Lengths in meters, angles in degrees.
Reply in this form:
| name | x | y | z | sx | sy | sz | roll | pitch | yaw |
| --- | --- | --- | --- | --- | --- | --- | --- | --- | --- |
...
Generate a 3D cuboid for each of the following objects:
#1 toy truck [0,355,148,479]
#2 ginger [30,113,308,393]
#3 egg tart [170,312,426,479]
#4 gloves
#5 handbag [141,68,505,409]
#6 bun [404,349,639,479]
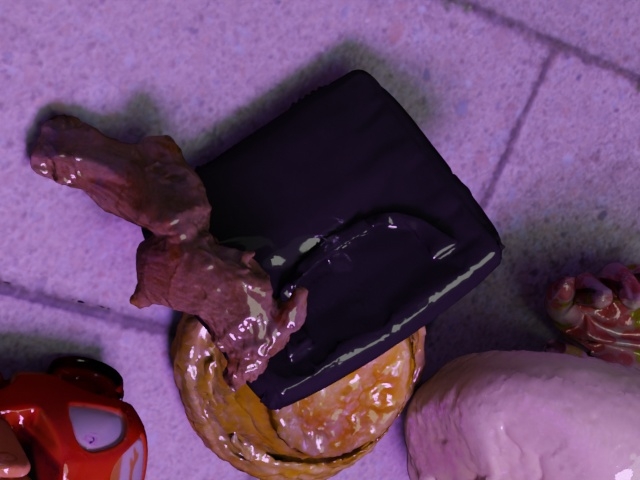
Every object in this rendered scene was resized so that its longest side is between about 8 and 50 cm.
| name | x | y | z | sx | sy | sz | roll | pitch | yaw |
| --- | --- | --- | --- | --- | --- | --- | --- | --- | --- |
| toy truck | -0.259 | 0.227 | 1.467 | 0.265 | 0.239 | 0.189 | 4 | 110 | -32 |
| ginger | -0.134 | -0.004 | 1.456 | 0.122 | 0.290 | 0.084 | -46 | 170 | 18 |
| egg tart | -0.004 | 0.120 | 1.637 | 0.294 | 0.123 | 0.294 | -12 | 116 | -25 |
| gloves | 0.313 | 0.084 | 1.813 | 0.145 | 0.126 | 0.241 | -36 | 132 | 17 |
| handbag | 0.000 | 0.000 | 1.532 | 0.275 | 0.244 | 0.088 | -33 | 164 | -15 |
| bun | 0.256 | 0.240 | 1.710 | 0.361 | 0.361 | 0.213 | 21 | 74 | -36 |
